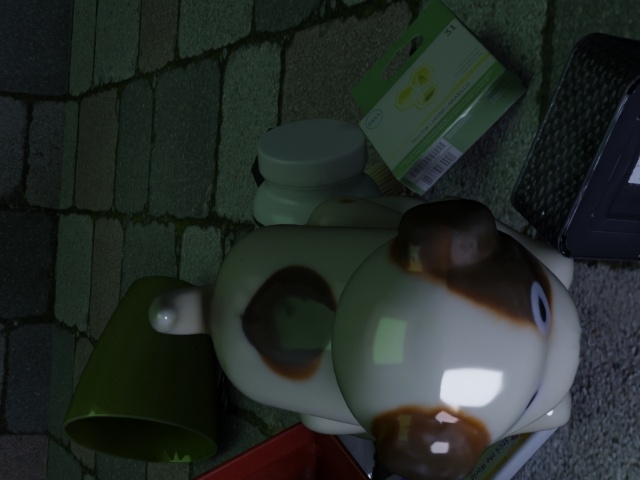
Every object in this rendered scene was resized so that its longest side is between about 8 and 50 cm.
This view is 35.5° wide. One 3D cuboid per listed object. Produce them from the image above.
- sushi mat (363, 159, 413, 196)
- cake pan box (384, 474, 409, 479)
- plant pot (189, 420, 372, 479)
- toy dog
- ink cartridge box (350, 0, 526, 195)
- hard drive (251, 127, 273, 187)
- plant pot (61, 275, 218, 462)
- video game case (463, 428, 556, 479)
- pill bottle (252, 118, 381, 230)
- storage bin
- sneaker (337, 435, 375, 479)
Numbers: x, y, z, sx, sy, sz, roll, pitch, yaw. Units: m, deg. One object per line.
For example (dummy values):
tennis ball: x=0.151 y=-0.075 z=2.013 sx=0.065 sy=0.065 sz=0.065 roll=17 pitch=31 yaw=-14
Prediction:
sushi mat: x=0.041 y=-0.006 z=1.410 sx=0.316 sy=0.019 sz=0.152 roll=-31 pitch=60 yaw=58
cake pan box: x=0.167 y=0.370 z=0.970 sx=0.267 sy=0.070 sz=0.246 roll=31 pitch=143 yaw=60
plant pot: x=-0.046 y=0.434 z=1.256 sx=0.267 sy=0.267 sz=0.236 roll=48 pitch=149 yaw=34
toy dog: x=0.069 y=0.067 z=0.938 sx=0.408 sy=0.395 sz=0.285 roll=4 pitch=78 yaw=67
ink cartridge box: x=0.116 y=-0.186 z=1.181 sx=0.171 sy=0.056 sz=0.235 roll=-46 pitch=44 yaw=16
hard drive: x=-0.074 y=-0.105 z=1.633 sx=0.094 sy=0.022 sz=0.135 roll=-64 pitch=36 yaw=37
plant pot: x=-0.303 y=0.223 z=1.821 sx=0.275 sy=0.274 sz=0.294 roll=-40 pitch=38 yaw=54
video game case: x=0.165 y=0.191 z=1.151 sx=0.227 sy=0.026 sz=0.206 roll=-61 pitch=38 yaw=39
pill bottle: x=0.000 y=0.000 z=1.256 sx=0.162 sy=0.162 sz=0.279 roll=-135 pitch=34 yaw=-55
storage bin: x=0.263 y=-0.079 z=0.884 sx=0.084 sy=0.122 sz=0.180 roll=56 pitch=135 yaw=49
sneaker: x=0.012 y=0.234 z=1.364 sx=0.090 sy=0.094 sz=0.235 roll=-37 pitch=57 yaw=54
